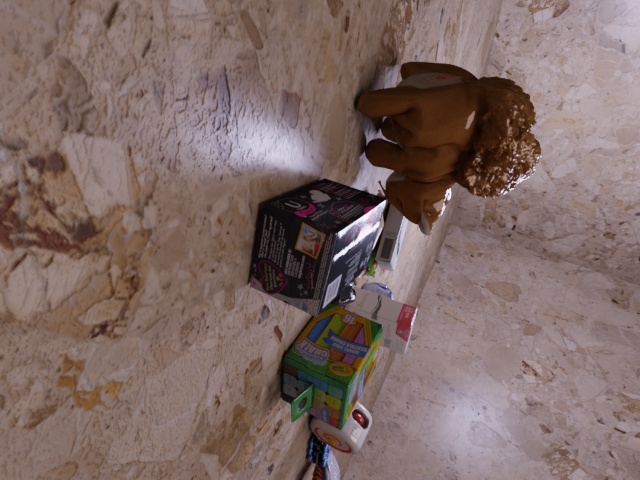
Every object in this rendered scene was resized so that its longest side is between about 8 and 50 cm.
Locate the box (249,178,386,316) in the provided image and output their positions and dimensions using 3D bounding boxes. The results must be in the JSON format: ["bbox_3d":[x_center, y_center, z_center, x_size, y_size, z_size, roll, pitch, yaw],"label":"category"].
[{"bbox_3d":[0.000,0.000,0.841,0.247,0.142,0.164,-33,141,-58],"label":"box"}]

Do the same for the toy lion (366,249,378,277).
[{"bbox_3d":[0.185,0.072,1.593,0.100,0.034,0.096,78,30,-57],"label":"toy lion"}]

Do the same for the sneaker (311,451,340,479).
[{"bbox_3d":[-0.023,0.929,1.771,0.125,0.180,0.321,59,6,-15],"label":"sneaker"}]

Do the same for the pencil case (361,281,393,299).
[{"bbox_3d":[0.185,0.283,1.675,0.124,0.113,0.273,-65,166,-58],"label":"pencil case"}]

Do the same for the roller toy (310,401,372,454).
[{"bbox_3d":[0.068,0.629,1.582,0.146,0.191,0.209,-54,156,-35],"label":"roller toy"}]

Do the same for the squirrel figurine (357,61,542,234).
[{"bbox_3d":[0.302,-0.191,1.084,0.281,0.396,0.371,-55,148,-48],"label":"squirrel figurine"}]

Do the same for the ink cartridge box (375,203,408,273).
[{"bbox_3d":[0.268,-0.027,1.626,0.239,0.060,0.275,47,58,-68],"label":"ink cartridge box"}]

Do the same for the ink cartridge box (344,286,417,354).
[{"bbox_3d":[0.191,0.262,1.508,0.159,0.217,0.092,91,22,-44],"label":"ink cartridge box"}]

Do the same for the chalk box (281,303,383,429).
[{"bbox_3d":[0.018,0.330,1.163,0.289,0.179,0.180,-49,152,-46],"label":"chalk box"}]

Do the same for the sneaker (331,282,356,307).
[{"bbox_3d":[0.071,0.136,1.308,0.170,0.051,0.089,-18,130,-62],"label":"sneaker"}]

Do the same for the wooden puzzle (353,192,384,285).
[{"bbox_3d":[0.129,-0.001,1.354,0.239,0.044,0.221,75,39,-67],"label":"wooden puzzle"}]

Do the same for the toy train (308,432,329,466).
[{"bbox_3d":[0.003,0.760,1.722,0.105,0.080,0.184,-60,159,-51],"label":"toy train"}]
